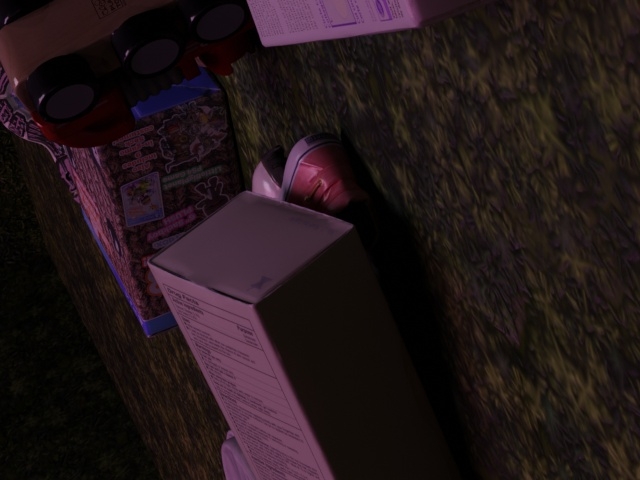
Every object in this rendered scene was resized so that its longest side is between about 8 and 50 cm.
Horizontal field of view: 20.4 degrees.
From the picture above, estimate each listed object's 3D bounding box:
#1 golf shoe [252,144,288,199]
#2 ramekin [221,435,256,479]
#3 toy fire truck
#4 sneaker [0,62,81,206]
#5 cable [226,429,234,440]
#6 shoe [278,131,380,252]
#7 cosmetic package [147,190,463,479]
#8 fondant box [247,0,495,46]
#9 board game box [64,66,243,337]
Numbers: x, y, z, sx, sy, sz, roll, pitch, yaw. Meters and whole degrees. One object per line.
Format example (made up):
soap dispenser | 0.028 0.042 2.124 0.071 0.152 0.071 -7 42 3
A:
golf shoe | -0.043 0.037 1.615 0.105 0.120 0.273 -122 18 -44
ramekin | 0.007 0.307 1.822 0.273 0.127 0.273 158 90 -77
toy fire truck | -0.155 -0.168 1.573 0.158 0.217 0.246 62 180 27
sneaker | -0.279 -0.137 2.318 0.330 0.147 0.130 46 123 22
cable | -0.030 0.330 2.096 0.257 0.089 0.257 169 80 -78
shoe | 0.000 0.000 1.465 0.178 0.063 0.081 102 148 -46
cosmetic package | -0.002 0.126 1.438 0.160 0.113 0.309 20 140 51
fondant box | 0.006 -0.241 1.024 0.330 0.096 0.238 -166 55 -73
board game box | -0.188 -0.087 1.944 0.232 0.141 0.291 -125 19 -45
